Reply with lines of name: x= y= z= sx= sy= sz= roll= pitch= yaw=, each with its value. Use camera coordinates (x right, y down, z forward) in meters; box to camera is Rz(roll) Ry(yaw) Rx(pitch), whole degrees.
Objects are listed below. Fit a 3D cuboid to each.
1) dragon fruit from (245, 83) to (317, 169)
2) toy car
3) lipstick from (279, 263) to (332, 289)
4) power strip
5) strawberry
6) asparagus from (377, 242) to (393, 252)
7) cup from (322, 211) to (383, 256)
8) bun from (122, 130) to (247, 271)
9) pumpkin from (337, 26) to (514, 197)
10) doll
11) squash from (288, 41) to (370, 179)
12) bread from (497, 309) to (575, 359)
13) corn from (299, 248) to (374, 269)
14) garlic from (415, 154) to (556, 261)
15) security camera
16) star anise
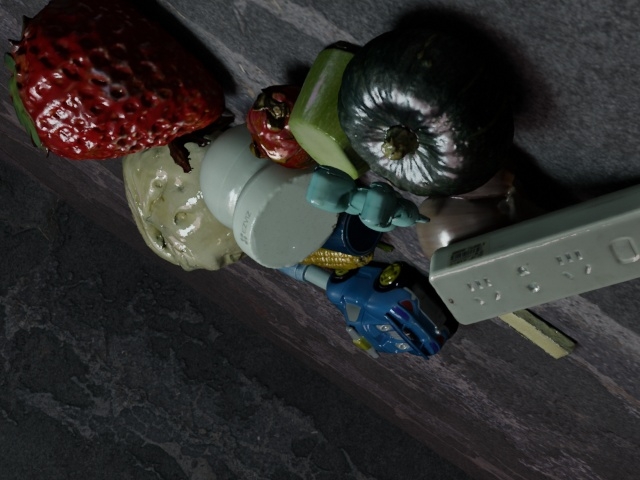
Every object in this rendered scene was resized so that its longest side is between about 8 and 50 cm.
dragon fruit: x=-0.013 y=-0.151 z=1.367 sx=0.246 sy=0.125 sz=0.125 roll=23 pitch=-157 yaw=-41
toy car: x=0.120 y=0.146 z=1.857 sx=0.198 sy=0.166 sz=0.314 roll=47 pitch=160 yaw=-27
lipstick: x=-0.025 y=0.069 z=2.086 sx=0.274 sy=0.061 sz=0.068 roll=27 pitch=164 yaw=27
power strip: x=0.280 y=0.016 z=1.082 sx=0.338 sy=0.058 sz=0.098 roll=-20 pitch=122 yaw=28
strawberry: x=-0.336 y=-0.266 z=1.466 sx=0.292 sy=0.309 sz=0.292 roll=57 pitch=162 yaw=29
asparagus: x=0.075 y=-0.003 z=1.771 sx=0.162 sy=0.016 sz=0.016 roll=18 pitch=176 yaw=42
cup: x=0.019 y=-0.046 z=1.585 sx=0.138 sy=0.113 sz=0.150 roll=16 pitch=157 yaw=44
bun: x=-0.248 y=-0.086 z=1.797 sx=0.326 sy=0.234 sz=0.362 roll=40 pitch=157 yaw=1
pumpkin: x=0.116 y=-0.142 z=1.053 sx=0.211 sy=0.152 sz=0.212 roll=27 pitch=159 yaw=11
doll: x=0.060 y=-0.048 z=1.180 sx=0.159 sy=0.059 sz=0.158 roll=19 pitch=-179 yaw=44
squash: x=0.039 y=-0.165 z=1.218 sx=0.170 sy=0.123 sz=0.170 roll=37 pitch=167 yaw=10
bread: x=0.371 y=0.153 z=1.618 sx=0.153 sy=0.028 sz=0.068 roll=34 pitch=164 yaw=3
corn: x=-0.004 y=0.002 z=1.769 sx=0.102 sy=0.102 sz=0.313 roll=42 pitch=164 yaw=-25
garlic: x=0.198 y=-0.027 z=1.211 sx=0.214 sy=0.160 sz=0.191 roll=38 pitch=159 yaw=-22
security camera: x=-0.099 y=-0.088 z=1.514 sx=0.236 sy=0.194 sz=0.194 roll=41 pitch=171 yaw=39
star anise: x=-0.232 y=-0.195 z=1.606 sx=0.212 sy=0.157 sz=0.054 roll=29 pitch=150 yaw=43
